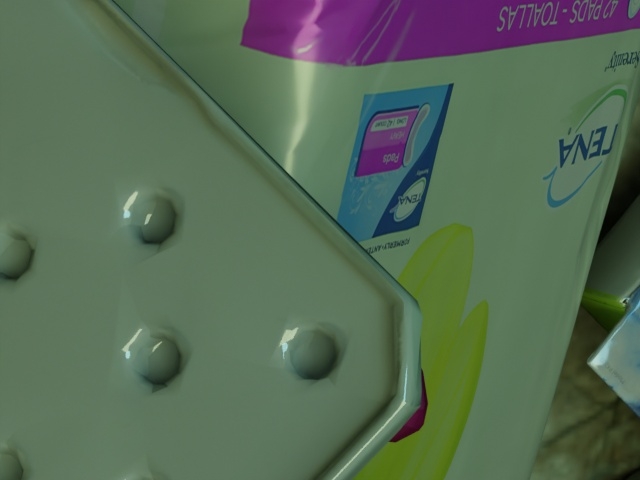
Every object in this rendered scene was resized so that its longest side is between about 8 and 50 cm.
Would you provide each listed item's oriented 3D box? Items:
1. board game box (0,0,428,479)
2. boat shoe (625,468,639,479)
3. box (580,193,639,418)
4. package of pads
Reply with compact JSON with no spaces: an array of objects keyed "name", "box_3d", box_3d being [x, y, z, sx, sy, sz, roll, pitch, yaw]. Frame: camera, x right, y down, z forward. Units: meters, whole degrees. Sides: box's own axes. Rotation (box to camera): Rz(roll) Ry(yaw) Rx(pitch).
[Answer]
[{"name":"board game box","box_3d":[-0.230,0.035,0.437,0.390,0.050,0.390,-47,69,5]},{"name":"boat shoe","box_3d":[0.214,0.088,0.697,0.219,0.078,0.070,-21,113,2]},{"name":"box","box_3d":[0.165,0.001,0.645,0.109,0.042,0.178,45,80,-24]},{"name":"package of pads","box_3d":[0.000,0.000,0.532,0.101,0.229,0.297,21,107,24]}]
